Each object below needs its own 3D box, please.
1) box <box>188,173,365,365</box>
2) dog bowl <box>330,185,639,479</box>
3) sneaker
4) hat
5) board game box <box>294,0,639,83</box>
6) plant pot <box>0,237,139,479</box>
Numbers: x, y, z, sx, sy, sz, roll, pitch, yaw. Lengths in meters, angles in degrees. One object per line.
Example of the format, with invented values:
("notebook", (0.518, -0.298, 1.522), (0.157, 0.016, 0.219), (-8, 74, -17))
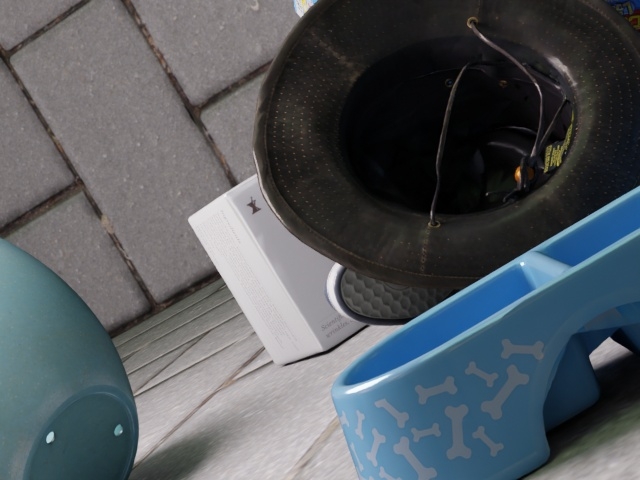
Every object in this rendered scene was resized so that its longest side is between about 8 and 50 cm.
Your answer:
("box", (0.000, 0.000, 1.588), (0.181, 0.182, 0.119), (-32, 2, -26))
("dog bowl", (0.137, 0.040, 0.837), (0.297, 0.074, 0.166), (-30, 4, 1))
("sneaker", (0.054, 0.025, 1.441), (0.226, 0.086, 0.163), (-21, 8, -40))
("hat", (0.115, -0.077, 1.325), (0.331, 0.331, 0.134), (-31, -25, -6))
("board game box", (0.150, -0.240, 1.529), (0.308, 0.086, 0.302), (-9, 25, -10))
("plant pot", (-0.267, 0.154, 1.333), (0.195, 0.290, 0.290), (19, 36, 33))
